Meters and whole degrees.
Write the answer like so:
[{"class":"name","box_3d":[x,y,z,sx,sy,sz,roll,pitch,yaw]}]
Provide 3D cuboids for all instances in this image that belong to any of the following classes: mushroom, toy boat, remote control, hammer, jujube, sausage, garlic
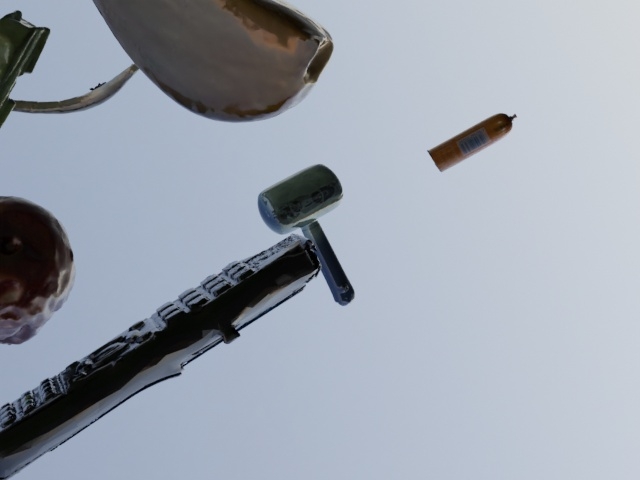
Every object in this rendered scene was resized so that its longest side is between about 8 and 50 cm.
[{"class":"mushroom","box_3d":[-0.371,-0.213,2.191,0.068,0.306,0.043,61,-160,-73]},{"class":"toy boat","box_3d":[-0.454,-0.167,1.968,0.093,0.293,0.055,30,-179,16]},{"class":"remote control","box_3d":[-0.177,0.117,1.523,0.062,0.398,0.144,59,172,-9]},{"class":"hammer","box_3d":[0.000,0.000,2.033,0.194,0.116,0.069,64,167,-11]},{"class":"jujube","box_3d":[-0.350,0.039,1.690,0.155,0.155,0.230,52,166,6]},{"class":"sausage","box_3d":[0.173,-0.113,1.699,0.031,0.107,0.031,60,-170,-17]},{"class":"garlic","box_3d":[-0.133,-0.261,1.507,0.338,0.196,0.151,43,-121,0]}]
